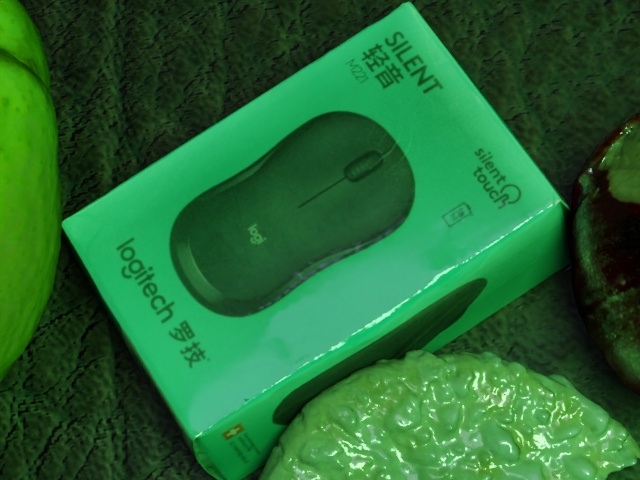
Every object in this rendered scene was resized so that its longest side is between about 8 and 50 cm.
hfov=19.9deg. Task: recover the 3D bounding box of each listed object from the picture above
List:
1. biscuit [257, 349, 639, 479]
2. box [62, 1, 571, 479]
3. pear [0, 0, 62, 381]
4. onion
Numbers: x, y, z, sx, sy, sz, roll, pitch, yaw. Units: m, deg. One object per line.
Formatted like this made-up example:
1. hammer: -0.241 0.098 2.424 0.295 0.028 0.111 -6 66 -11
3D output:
1. biscuit: 0.061 0.167 1.215 0.281 0.084 0.179 -35 82 -2
2. box: 0.000 0.000 1.292 0.311 0.118 0.205 -32 67 -4
3. pear: -0.342 -0.038 1.228 0.391 0.391 0.391 -4 67 9
4. onion: 0.299 -0.005 1.179 0.272 0.195 0.272 5 59 -9
